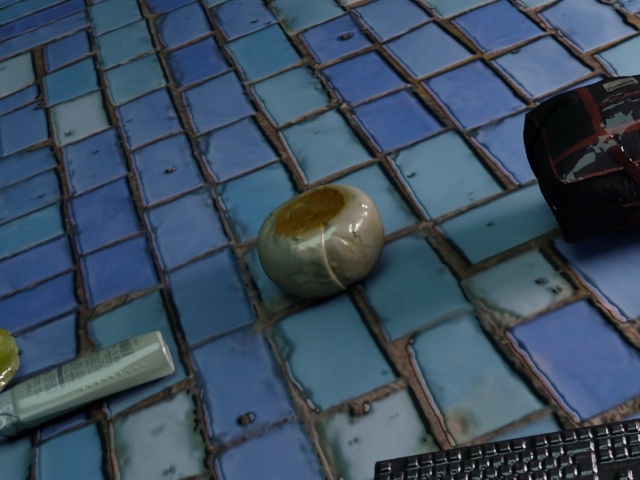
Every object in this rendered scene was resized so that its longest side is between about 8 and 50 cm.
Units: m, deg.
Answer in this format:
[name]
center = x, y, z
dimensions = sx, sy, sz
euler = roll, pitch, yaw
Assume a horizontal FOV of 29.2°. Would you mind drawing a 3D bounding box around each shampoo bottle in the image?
[shampoo bottle]
center = -0.275, 0.164, 1.407
dimensions = 0.212, 0.049, 0.072
euler = -21, 36, -3

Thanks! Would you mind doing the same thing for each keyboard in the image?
[keyboard]
center = 0.197, 0.210, 1.105
dimensions = 0.310, 0.018, 0.101
euler = -11, 34, 14

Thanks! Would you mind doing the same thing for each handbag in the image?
[handbag]
center = 0.343, -0.095, 1.349
dimensions = 0.215, 0.155, 0.169
euler = -16, 40, 3

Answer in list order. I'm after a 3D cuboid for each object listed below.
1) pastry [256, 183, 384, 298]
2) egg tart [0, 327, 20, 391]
[pastry]
center = 0.000, 0.000, 1.460
dimensions = 0.156, 0.092, 0.156
euler = -13, 31, 8
[egg tart]
center = -0.468, 0.152, 1.507
dimensions = 0.197, 0.078, 0.197
euler = -16, 31, 10
